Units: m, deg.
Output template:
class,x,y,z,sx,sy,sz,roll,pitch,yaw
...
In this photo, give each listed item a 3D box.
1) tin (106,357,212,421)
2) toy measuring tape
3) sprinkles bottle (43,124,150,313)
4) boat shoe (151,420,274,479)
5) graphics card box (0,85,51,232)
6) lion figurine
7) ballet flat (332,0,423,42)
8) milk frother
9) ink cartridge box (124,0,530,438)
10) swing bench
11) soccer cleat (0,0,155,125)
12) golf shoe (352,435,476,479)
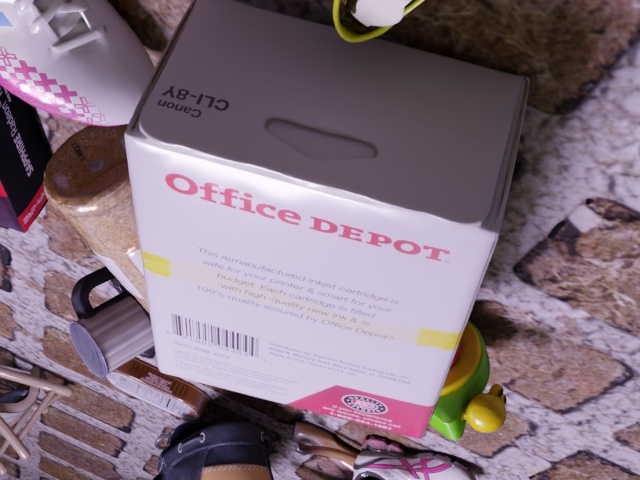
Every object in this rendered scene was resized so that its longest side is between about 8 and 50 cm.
class,x,y,z,sx,sy,sz,roll,pitch,yaw
tin,-0.272,0.245,1.759,0.190,0.040,0.106,25,157,-2
toy measuring tape,0.085,0.105,1.196,0.330,0.121,0.121,33,161,36
sprinkles bottle,-0.169,0.021,1.192,0.121,0.121,0.355,8,148,29
boat shoe,-0.184,0.382,1.776,0.187,0.156,0.500,2,166,-16
graphics card box,-0.425,-0.164,1.100,0.233,0.094,0.371,20,151,9
lion figurine,0.041,0.440,1.743,0.240,0.142,0.392,15,148,1
ballet flat,0.075,-0.191,0.671,0.077,0.077,0.231,34,151,-16
milk frother,-0.267,0.102,1.392,0.129,0.135,0.143,56,149,7
ink cartridge box,0.000,0.000,0.928,0.279,0.160,0.384,15,148,5
swing bench,-0.642,0.299,2.016,0.255,0.165,0.253,37,151,-11
soccer cleat,-0.254,-0.213,0.852,0.331,0.116,0.143,38,150,-24
golf shoe,0.138,0.354,1.568,0.186,0.086,0.067,9,147,24
